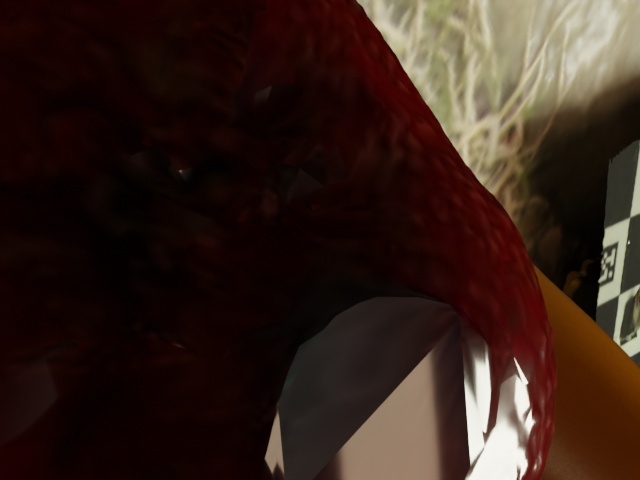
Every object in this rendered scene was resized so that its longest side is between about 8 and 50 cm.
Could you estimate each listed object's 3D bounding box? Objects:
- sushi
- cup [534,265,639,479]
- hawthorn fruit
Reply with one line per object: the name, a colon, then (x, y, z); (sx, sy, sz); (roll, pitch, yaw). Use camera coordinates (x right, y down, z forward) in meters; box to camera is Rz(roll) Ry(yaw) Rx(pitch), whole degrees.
sushi: (0.169, 0.022, 0.847); (0.193, 0.040, 0.210); (-31, 128, -47)
cup: (0.080, 0.125, 0.627); (0.226, 0.264, 0.182); (8, 110, -40)
hawthorn fruit: (-0.045, 0.037, 0.464); (0.210, 0.230, 0.266); (-43, 165, -10)
